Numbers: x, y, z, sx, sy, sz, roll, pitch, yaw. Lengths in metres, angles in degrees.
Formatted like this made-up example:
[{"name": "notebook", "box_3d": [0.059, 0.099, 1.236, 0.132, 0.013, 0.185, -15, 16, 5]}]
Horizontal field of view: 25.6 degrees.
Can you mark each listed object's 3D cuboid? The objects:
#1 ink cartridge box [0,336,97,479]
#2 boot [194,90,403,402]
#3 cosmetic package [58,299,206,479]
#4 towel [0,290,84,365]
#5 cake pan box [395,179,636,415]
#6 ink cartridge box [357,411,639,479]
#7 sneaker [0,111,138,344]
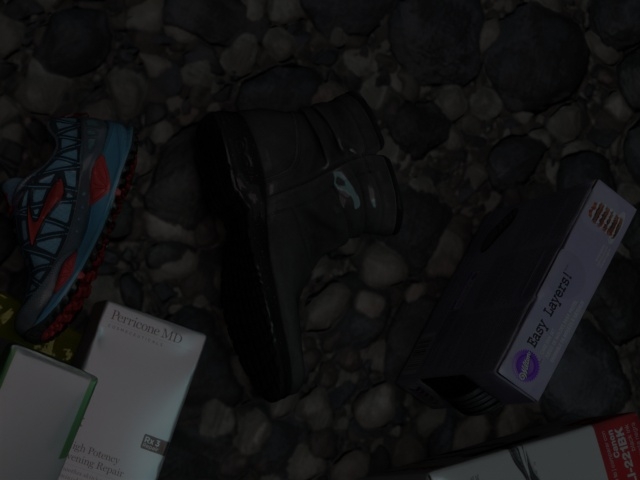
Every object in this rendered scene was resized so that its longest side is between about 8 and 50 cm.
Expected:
[{"name": "ink cartridge box", "box_3d": [-0.298, 0.180, 1.366, 0.093, 0.212, 0.154, 23, 81, -18]}, {"name": "boot", "box_3d": [0.000, 0.000, 1.587, 0.222, 0.118, 0.338, -8, 88, -28]}, {"name": "cosmetic package", "box_3d": [-0.214, 0.187, 1.458, 0.117, 0.085, 0.231, 21, 79, -16]}, {"name": "towel", "box_3d": [-0.293, 0.132, 1.490, 0.237, 0.021, 0.102, 30, 70, -14]}, {"name": "cake pan box", "box_3d": [0.212, 0.069, 1.584, 0.070, 0.246, 0.267, 35, 69, -13]}, {"name": "ink cartridge box", "box_3d": [0.204, 0.282, 1.569, 0.273, 0.197, 0.114, -13, 84, -24]}, {"name": "sneaker", "box_3d": [-0.284, -0.016, 1.490, 0.125, 0.104, 0.262, 18, 65, -1]}]
